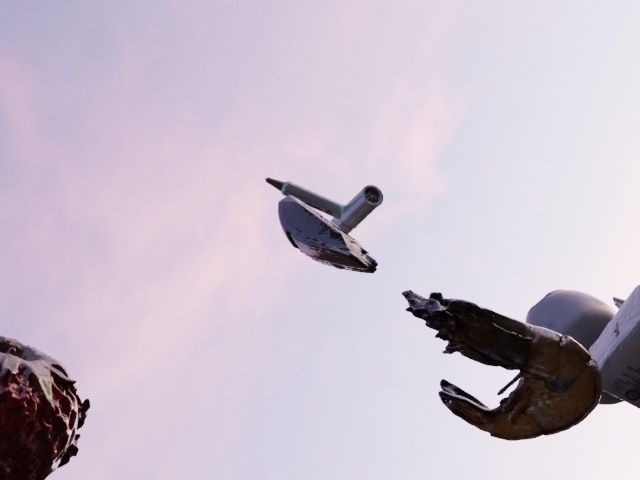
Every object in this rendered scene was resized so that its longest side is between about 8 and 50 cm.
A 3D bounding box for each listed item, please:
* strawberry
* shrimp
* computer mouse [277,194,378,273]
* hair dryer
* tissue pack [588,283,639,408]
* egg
[{"bbox_3d":[-0.374,0.221,1.114,0.205,0.205,0.244,17,-81,-50],"label":"strawberry"},{"bbox_3d":[0.226,0.173,1.410,0.075,0.289,0.178,-73,3,-69],"label":"shrimp"},{"bbox_3d":[0.000,0.000,1.504,0.062,0.192,0.106,-53,-33,4],"label":"computer mouse"},{"bbox_3d":[-0.007,-0.076,1.758,0.183,0.155,0.044,30,-127,-13],"label":"hair dryer"},{"bbox_3d":[0.544,0.176,1.609,0.159,0.229,0.145,-62,3,32],"label":"tissue pack"},{"bbox_3d":[0.479,0.196,1.907,0.176,0.232,0.176,-36,-27,-22],"label":"egg"}]
